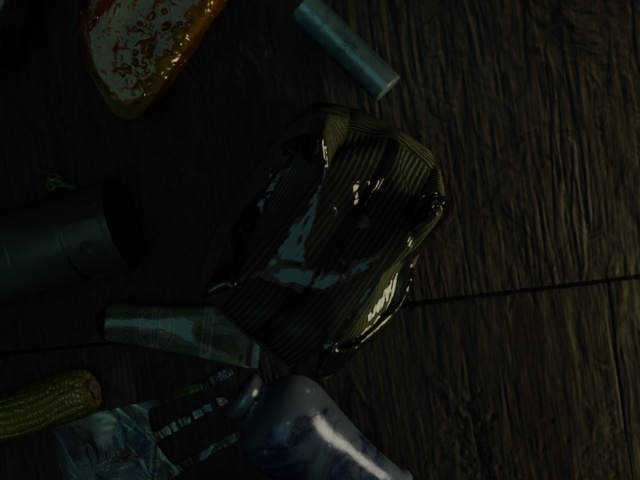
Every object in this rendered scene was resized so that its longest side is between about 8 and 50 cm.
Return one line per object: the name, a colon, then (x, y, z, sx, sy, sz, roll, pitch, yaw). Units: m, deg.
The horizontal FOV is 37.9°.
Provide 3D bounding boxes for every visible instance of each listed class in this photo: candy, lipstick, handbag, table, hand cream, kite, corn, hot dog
candy: (-0.348, -0.077, 1.309, 0.083, 0.025, 0.023, 11, 125, -2)
lipstick: (0.033, -0.253, 1.222, 0.158, 0.048, 0.048, 45, 99, 2)
handbag: (0.000, 0.000, 1.155, 0.247, 0.240, 0.341, 35, 97, -3)
table: (-0.367, 0.005, 1.264, 0.220, 0.126, 0.126, -16, 93, 9)
hand cream: (-0.198, 0.121, 1.290, 0.235, 0.055, 0.086, 7, 96, 1)
kite: (-0.233, 0.294, 1.328, 0.309, 0.015, 0.169, -22, 92, 12)
corn: (-0.405, 0.239, 1.320, 0.203, 0.072, 0.072, -21, 92, 11)
hot dog: (-0.228, -0.295, 1.209, 0.153, 0.150, 0.257, 35, 100, -5)

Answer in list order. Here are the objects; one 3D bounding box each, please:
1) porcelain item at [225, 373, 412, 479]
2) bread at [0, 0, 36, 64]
porcelain item: (-0.004, 0.273, 1.236, 0.259, 0.141, 0.141, 35, 99, -6)
bread: (-0.485, -0.333, 1.253, 0.230, 0.123, 0.230, 2, 99, 12)
